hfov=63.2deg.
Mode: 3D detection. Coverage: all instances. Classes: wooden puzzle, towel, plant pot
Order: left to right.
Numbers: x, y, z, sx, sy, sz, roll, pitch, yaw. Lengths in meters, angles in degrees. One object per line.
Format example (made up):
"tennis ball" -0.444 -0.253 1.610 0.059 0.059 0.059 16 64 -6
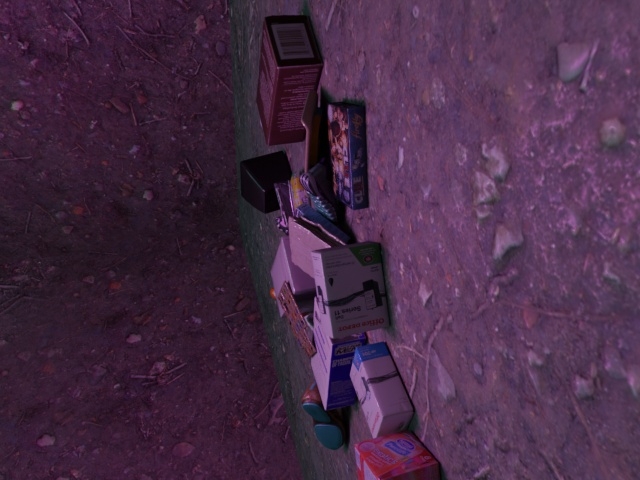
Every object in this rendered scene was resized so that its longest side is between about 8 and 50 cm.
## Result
"plant pot" -0.201 -0.216 2.071 0.167 0.188 0.188 56 153 34
"wooden puzzle" -0.018 -0.275 1.470 0.220 0.045 0.238 -81 -8 -51
"towel" 0.014 0.054 1.448 0.282 0.049 0.187 36 145 34

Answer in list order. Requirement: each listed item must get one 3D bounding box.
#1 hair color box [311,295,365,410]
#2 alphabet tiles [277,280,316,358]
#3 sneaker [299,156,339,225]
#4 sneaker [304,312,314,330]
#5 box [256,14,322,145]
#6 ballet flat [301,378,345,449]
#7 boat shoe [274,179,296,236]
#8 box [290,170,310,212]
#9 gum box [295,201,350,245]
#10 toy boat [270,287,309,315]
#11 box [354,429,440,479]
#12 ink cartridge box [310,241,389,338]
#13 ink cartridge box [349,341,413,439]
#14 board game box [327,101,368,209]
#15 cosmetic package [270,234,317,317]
"hair color box" 0.046 0.339 1.578 0.185 0.110 0.338 -112 17 -45
"alphabet tiles" -0.077 0.261 1.672 0.237 0.009 0.198 63 160 15
"sneaker" 0.026 -0.129 1.439 0.083 0.098 0.223 37 168 35
"sneaker" -0.003 0.297 1.839 0.212 0.080 0.094 123 124 -79
"box" -0.107 -0.478 1.606 0.381 0.143 0.191 117 141 -64
"ballet flat" 0.021 0.588 1.785 0.124 0.116 0.342 -71 -31 -42
"boat shoe" -0.121 -0.074 1.948 0.108 0.102 0.300 -127 30 -82
"box" -0.070 -0.157 1.852 0.105 0.043 0.179 180 79 -77
"gum box" 0.000 0.000 1.510 0.184 0.041 0.156 40 147 25
"toy boat" -0.124 0.192 2.052 0.151 0.151 0.231 102 155 -54
"box" 0.178 0.603 1.154 0.154 0.142 0.299 -154 56 -73
"ink cartridge box" 0.072 0.117 1.248 0.087 0.153 0.208 -171 71 -74
"ink cartridge box" 0.144 0.367 1.267 0.139 0.082 0.190 96 161 -45
"board game box" 0.065 -0.213 1.286 0.165 0.042 0.243 -134 37 -66
"cosmetic package" -0.068 0.124 1.787 0.365 0.155 0.196 118 140 -68
